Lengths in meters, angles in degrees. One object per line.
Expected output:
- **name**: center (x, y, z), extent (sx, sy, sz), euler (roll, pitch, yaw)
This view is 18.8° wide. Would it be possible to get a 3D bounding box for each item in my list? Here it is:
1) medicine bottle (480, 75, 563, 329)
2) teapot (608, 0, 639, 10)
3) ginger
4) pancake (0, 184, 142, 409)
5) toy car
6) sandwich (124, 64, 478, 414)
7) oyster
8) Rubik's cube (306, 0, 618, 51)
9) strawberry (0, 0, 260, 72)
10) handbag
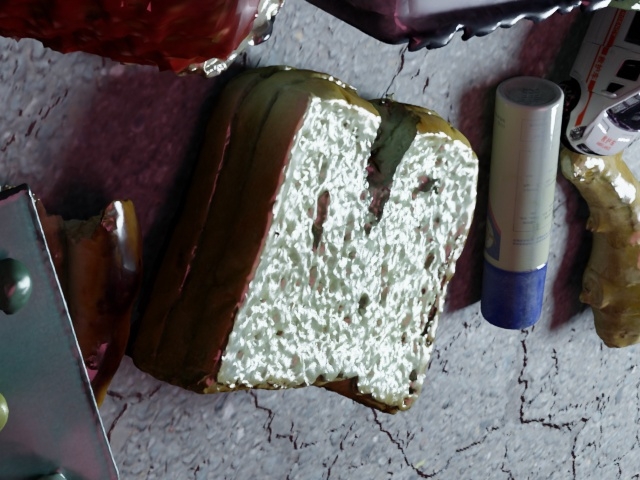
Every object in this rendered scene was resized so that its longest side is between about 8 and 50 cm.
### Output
- **medicine bottle**: center (0.175, -0.030, 1.695), extent (0.059, 0.059, 0.230), euler (-27, 133, -36)
- **teapot**: center (0.213, -0.357, 1.425), extent (0.270, 0.200, 0.337), euler (-32, 141, -69)
- **ginger**: center (0.300, 0.008, 1.849), extent (0.148, 0.081, 0.333), euler (-36, 129, -4)
- **pancake**: center (-0.193, 0.071, 1.344), extent (0.212, 0.056, 0.257), euler (-41, 140, -21)
- **toy car**: center (0.284, -0.164, 1.678), extent (0.089, 0.108, 0.209), euler (21, 93, -52)
- **sandwich**: center (0.001, 0.000, 1.477), extent (0.273, 0.095, 0.249), euler (13, 96, -53)
- **oyster**: center (-0.063, -0.162, 1.342), extent (0.122, 0.045, 0.146), euler (31, 83, -50)
- **Rubik's cube**: center (0.065, -0.328, 1.146), extent (0.316, 0.318, 0.313), euler (-18, 130, -44)
- **strawberry**: center (-0.143, -0.229, 0.955), extent (0.267, 0.351, 0.312), euler (-12, 129, -35)
- **handbag**: center (-0.270, 0.122, 1.210), extent (0.269, 0.100, 0.274), euler (-26, 128, -22)
